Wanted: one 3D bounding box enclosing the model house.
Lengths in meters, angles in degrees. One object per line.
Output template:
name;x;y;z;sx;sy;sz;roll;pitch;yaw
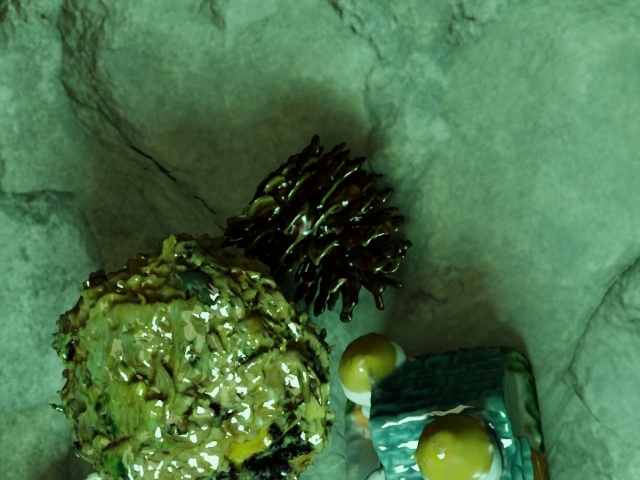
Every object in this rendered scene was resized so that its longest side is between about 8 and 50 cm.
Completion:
model house;0.089;0.198;1.206;0.190;0.301;0.271;-7;70;12

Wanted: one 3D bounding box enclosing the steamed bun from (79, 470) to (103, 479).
steamed bun;-0.144;0.347;1.357;0.290;0.273;0.272;-5;48;14

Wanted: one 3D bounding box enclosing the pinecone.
pinecone;0.008;-0.002;1.323;0.165;0.163;0.163;40;103;-1

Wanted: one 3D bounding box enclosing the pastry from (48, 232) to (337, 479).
pastry;-0.117;0.130;1.240;0.274;0.193;0.275;10;113;24
